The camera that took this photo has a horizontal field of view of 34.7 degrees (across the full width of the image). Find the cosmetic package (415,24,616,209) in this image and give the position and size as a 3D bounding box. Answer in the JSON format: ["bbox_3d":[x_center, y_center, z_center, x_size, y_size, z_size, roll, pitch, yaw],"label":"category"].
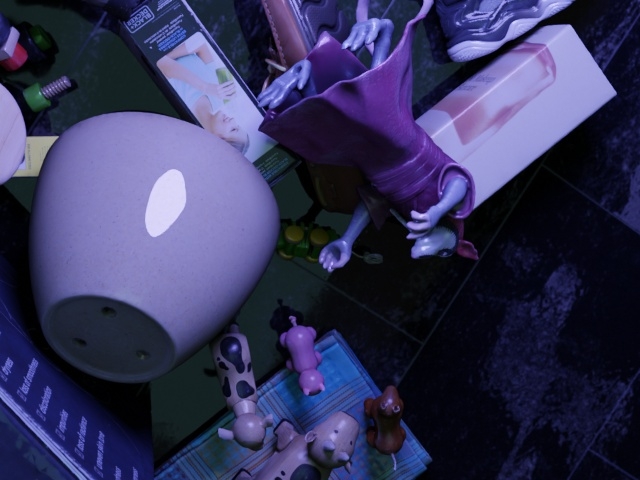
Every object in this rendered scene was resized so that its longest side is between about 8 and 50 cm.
[{"bbox_3d":[0.254,-0.172,1.487,0.296,0.153,0.129,-38,103,-5],"label":"cosmetic package"}]

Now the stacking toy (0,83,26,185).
[{"bbox_3d":[-0.534,-0.120,1.300,0.330,0.141,0.141,-4,101,32],"label":"stacking toy"}]

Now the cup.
[{"bbox_3d":[-0.235,0.038,1.304,0.331,0.237,0.331,7,135,7],"label":"cup"}]

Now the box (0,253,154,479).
[{"bbox_3d":[-0.461,0.207,1.241,0.297,0.480,0.471,-39,102,-3],"label":"box"}]

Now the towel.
[{"bbox_3d":[-0.044,0.350,1.560,0.370,0.040,0.271,-37,101,-3],"label":"towel"}]

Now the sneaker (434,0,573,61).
[{"bbox_3d":[0.276,-0.384,1.486,0.269,0.101,0.153,-32,104,-2],"label":"sneaker"}]

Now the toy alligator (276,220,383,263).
[{"bbox_3d":[0.000,0.000,1.517,0.190,0.056,0.051,7,56,-11],"label":"toy alligator"}]

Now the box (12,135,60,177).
[{"bbox_3d":[-0.400,-0.115,1.412,0.232,0.087,0.058,-2,96,-9],"label":"box"}]

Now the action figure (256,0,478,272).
[{"bbox_3d":[0.094,-0.112,1.334,0.370,0.248,0.275,45,60,-31],"label":"action figure"}]

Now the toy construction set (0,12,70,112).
[{"bbox_3d":[-0.515,-0.281,1.271,0.237,0.309,0.257,-27,75,5],"label":"toy construction set"}]

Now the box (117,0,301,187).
[{"bbox_3d":[-0.155,-0.198,1.404,0.087,0.169,0.290,-37,101,-6],"label":"box"}]

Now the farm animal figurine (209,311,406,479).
[{"bbox_3d":[-0.036,0.290,1.446,0.330,0.172,0.326,22,94,-11],"label":"farm animal figurine"}]

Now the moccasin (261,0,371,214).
[{"bbox_3d":[-0.013,-0.208,1.428,0.147,0.139,0.380,-7,125,28],"label":"moccasin"}]

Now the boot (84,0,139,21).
[{"bbox_3d":[-0.307,-0.444,1.275,0.223,0.118,0.338,19,50,-23],"label":"boot"}]
